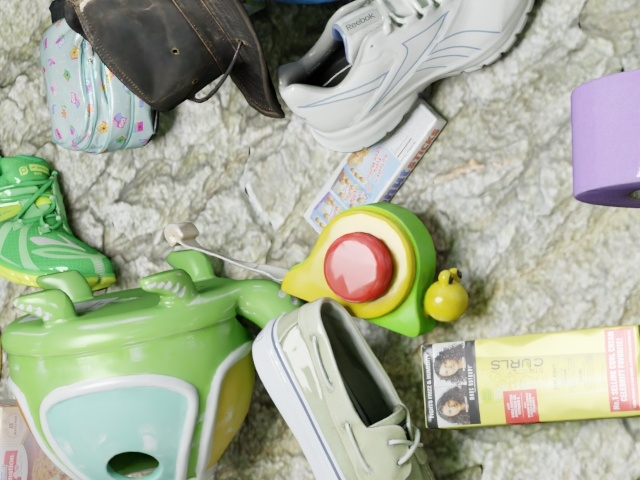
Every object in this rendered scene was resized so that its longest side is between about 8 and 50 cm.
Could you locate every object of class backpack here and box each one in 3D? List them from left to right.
[{"bbox_3d":[-0.242,-0.186,1.916,0.152,0.115,0.182,175,88,-66],"label":"backpack"}]

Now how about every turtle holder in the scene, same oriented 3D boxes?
[{"bbox_3d":[-0.161,0.135,1.812,0.243,0.320,0.227,-174,74,-70],"label":"turtle holder"}]

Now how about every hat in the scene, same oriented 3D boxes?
[{"bbox_3d":[-0.174,-0.222,1.717,0.134,0.331,0.331,-35,63,-6],"label":"hat"}]

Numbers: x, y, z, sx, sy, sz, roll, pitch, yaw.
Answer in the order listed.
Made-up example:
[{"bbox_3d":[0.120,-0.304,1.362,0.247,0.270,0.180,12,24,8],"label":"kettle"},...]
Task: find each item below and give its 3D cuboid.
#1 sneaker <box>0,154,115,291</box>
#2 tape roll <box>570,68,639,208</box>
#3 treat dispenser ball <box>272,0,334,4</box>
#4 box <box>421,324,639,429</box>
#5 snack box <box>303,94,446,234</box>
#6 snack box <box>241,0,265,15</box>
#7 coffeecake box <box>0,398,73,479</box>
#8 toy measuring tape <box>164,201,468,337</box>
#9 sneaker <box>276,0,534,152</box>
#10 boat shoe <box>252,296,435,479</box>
[{"bbox_3d":[-0.345,-0.032,2.007,0.295,0.109,0.123,33,110,33],"label":"sneaker"},{"bbox_3d":[0.341,-0.081,1.406,0.275,0.275,0.090,-5,84,36],"label":"tape roll"},{"bbox_3d":[-0.018,-0.372,1.680,0.288,0.288,0.288,-3,85,36],"label":"treat dispenser ball"},{"bbox_3d":[0.207,0.129,1.623,0.232,0.058,0.087,-7,82,35],"label":"box"},{"bbox_3d":[0.053,-0.072,1.772,0.064,0.022,0.178,48,113,29],"label":"snack box"},{"bbox_3d":[-0.134,-0.274,1.914,0.141,0.037,0.100,-24,73,33],"label":"snack box"},{"bbox_3d":[-0.310,0.248,1.914,0.068,0.185,0.142,3,89,36],"label":"coffeecake box"},{"bbox_3d":[0.000,0.000,1.731,0.330,0.121,0.121,20,98,24],"label":"toy measuring tape"},{"bbox_3d":[0.086,-0.202,1.679,0.297,0.129,0.111,-42,57,13],"label":"sneaker"},{"bbox_3d":[0.046,0.194,1.665,0.094,0.109,0.302,-37,87,40],"label":"boat shoe"}]
